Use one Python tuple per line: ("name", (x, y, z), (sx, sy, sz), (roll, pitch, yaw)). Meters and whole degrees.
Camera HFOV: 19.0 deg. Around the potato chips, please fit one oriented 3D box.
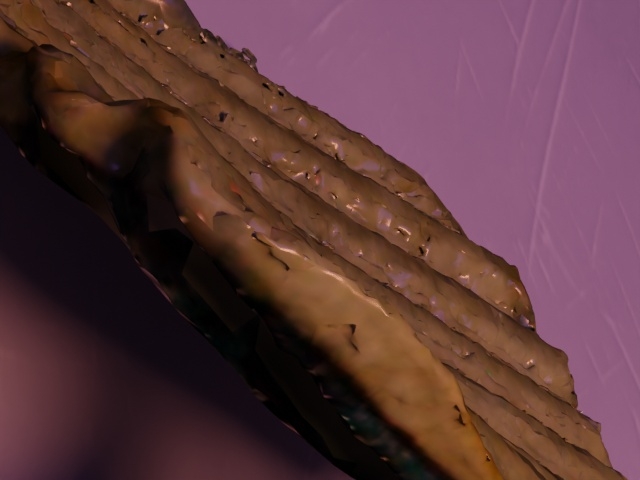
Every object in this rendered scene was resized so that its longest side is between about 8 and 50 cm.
("potato chips", (0.000, 0.000, 0.769), (0.429, 0.070, 0.358), (38, 12, -36))
